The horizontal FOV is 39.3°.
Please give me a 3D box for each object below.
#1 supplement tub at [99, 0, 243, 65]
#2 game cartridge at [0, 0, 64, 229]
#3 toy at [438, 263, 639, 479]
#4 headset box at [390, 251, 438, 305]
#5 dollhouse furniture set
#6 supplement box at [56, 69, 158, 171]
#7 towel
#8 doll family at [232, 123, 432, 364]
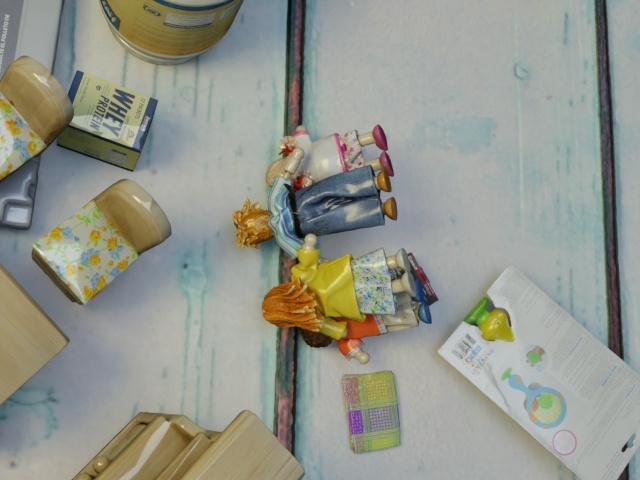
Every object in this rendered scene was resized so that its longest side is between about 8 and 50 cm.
[{"bbox_3d":[-0.142,-0.264,0.879,0.144,0.200,0.144,3,79,-17],"label":"supplement tub"},{"bbox_3d":[-0.361,-0.165,0.871,0.196,0.060,0.294,9,77,-19],"label":"game cartridge"},{"bbox_3d":[0.255,0.155,1.003,0.237,0.056,0.137,43,74,-1],"label":"toy"},{"bbox_3d":[0.083,0.056,0.979,0.083,0.032,0.062,-30,90,-21],"label":"headset box"},{"bbox_3d":[-0.244,0.099,0.694,0.362,0.256,0.394,-45,103,-27],"label":"dollhouse furniture set"},{"bbox_3d":[-0.213,-0.116,0.891,0.083,0.083,0.056,19,75,-13],"label":"supplement box"},{"bbox_3d":[0.055,0.182,0.959,0.060,0.009,0.083,-5,82,-19],"label":"towel"},{"bbox_3d":[0.000,0.000,0.902,0.163,0.118,0.262,-15,83,15],"label":"doll family"}]
